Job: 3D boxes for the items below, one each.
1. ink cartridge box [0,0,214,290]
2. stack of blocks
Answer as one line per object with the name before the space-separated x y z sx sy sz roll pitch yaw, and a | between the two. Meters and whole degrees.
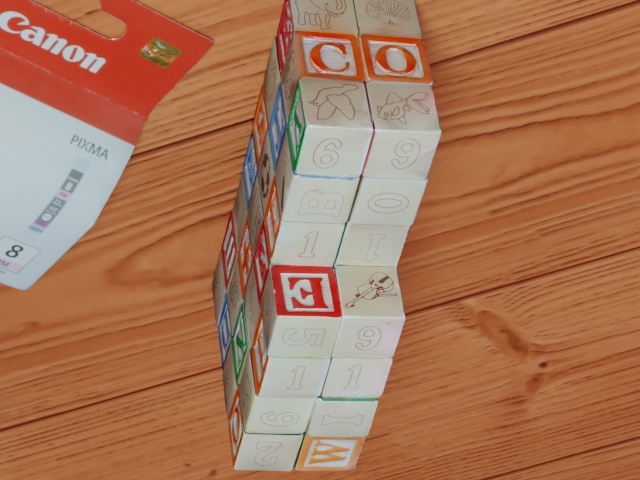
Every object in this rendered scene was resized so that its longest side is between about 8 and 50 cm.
ink cartridge box | -0.208 -0.076 1.265 0.189 0.066 0.232 24 133 -32
stack of blocks | 0.000 0.000 1.300 0.087 0.171 0.297 2 137 -13
